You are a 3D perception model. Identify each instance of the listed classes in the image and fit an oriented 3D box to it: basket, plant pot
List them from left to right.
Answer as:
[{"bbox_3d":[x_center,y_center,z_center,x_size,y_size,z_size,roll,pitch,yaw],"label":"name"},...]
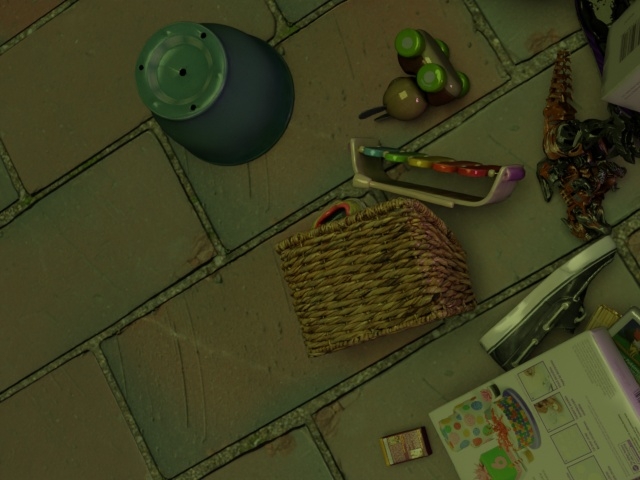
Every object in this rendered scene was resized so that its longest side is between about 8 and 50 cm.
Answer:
[{"bbox_3d":[-0.217,-0.297,1.963,0.271,0.255,0.272,-2,84,16],"label":"plant pot"},{"bbox_3d":[0.108,0.060,1.849,0.299,0.213,0.223,-21,82,30],"label":"basket"}]

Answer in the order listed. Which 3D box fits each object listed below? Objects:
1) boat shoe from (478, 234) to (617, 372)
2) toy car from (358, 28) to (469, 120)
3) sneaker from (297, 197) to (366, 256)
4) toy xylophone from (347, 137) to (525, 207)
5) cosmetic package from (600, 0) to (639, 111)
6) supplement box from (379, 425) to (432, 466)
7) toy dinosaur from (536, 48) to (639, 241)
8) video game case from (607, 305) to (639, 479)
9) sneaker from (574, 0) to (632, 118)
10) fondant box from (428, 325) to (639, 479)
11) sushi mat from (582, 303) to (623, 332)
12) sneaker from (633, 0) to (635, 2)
[{"bbox_3d":[0.419,0.118,1.816,0.301,0.108,0.102,-44,76,12],"label":"boat shoe"},{"bbox_3d":[0.156,-0.284,1.916,0.188,0.155,0.149,-36,76,23],"label":"toy car"},{"bbox_3d":[0.000,0.000,1.956,0.081,0.094,0.208,38,97,15],"label":"sneaker"},{"bbox_3d":[0.194,-0.119,1.844,0.322,0.236,0.081,12,100,18],"label":"toy xylophone"},{"bbox_3d":[0.662,-0.270,1.651,0.365,0.197,0.155,16,69,-9],"label":"cosmetic package"},{"bbox_3d":[0.157,0.379,1.901,0.083,0.043,0.055,-17,80,15],"label":"supplement box"},{"bbox_3d":[0.460,-0.165,1.801,0.218,0.164,0.322,-14,111,43],"label":"toy dinosaur"},{"bbox_3d":[0.541,0.325,1.735,0.329,0.036,0.300,45,115,10],"label":"video game case"},{"bbox_3d":[0.523,-0.339,1.805,0.102,0.146,0.293,-28,78,12],"label":"sneaker"},{"bbox_3d":[0.379,0.321,1.720,0.330,0.096,0.238,-33,76,25],"label":"fondant box"},{"bbox_3d":[0.476,0.274,1.784,0.151,0.019,0.316,30,111,15],"label":"sushi mat"},{"bbox_3d":[0.588,-0.517,1.828,0.153,0.094,0.235,-7,93,7],"label":"sneaker"}]
